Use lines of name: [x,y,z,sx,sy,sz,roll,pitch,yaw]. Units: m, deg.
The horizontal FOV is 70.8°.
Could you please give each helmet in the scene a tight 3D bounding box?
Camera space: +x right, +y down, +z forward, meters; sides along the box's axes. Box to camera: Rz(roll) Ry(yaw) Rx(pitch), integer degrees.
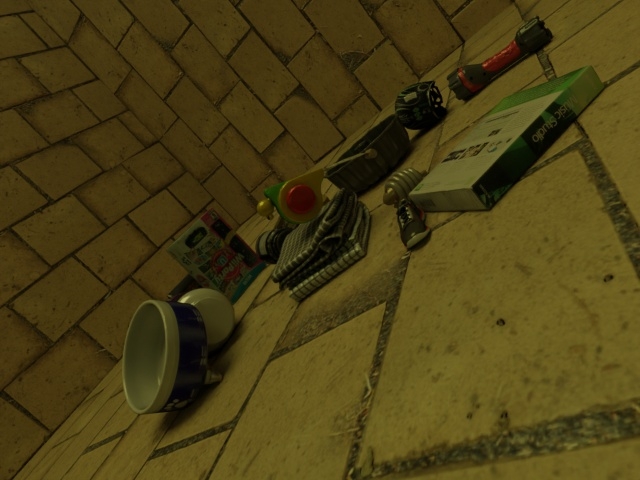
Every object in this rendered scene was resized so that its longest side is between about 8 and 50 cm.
helmet: [0.338,-0.466,1.570,0.161,0.169,0.169,-7,34,41]

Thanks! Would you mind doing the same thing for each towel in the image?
towel: [0.000,0.000,1.147,0.235,0.121,0.284,-38,13,24]

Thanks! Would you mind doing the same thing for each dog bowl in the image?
dog bowl: [-0.384,0.280,1.099,0.264,0.104,0.265,-15,69,45]

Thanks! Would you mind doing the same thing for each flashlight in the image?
flashlight: [0.541,-0.560,1.390,0.304,0.103,0.103,-32,15,43]

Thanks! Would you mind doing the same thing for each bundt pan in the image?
bundt pan: [0.173,-0.283,1.552,0.330,0.124,0.331,-39,14,11]

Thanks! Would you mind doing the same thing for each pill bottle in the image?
pill bottle: [-0.363,0.236,1.333,0.181,0.181,0.323,-48,13,-24]
pill bottle: [-0.132,0.018,1.488,0.123,0.123,0.219,-47,14,-19]

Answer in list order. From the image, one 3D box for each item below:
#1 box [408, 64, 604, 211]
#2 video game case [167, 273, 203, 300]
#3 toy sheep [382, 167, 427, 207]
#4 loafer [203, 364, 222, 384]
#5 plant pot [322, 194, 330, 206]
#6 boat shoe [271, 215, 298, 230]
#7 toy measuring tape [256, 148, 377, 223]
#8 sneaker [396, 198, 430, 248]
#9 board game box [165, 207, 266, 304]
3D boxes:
box: [0.341,-0.182,0.865,0.322,0.058,0.232,-46,13,-8]
video game case: [-0.466,0.203,1.750,0.275,0.035,0.248,-53,-25,-39]
toy sheep: [0.197,-0.126,1.054,0.132,0.091,0.091,-41,11,-17]
loafer: [-0.267,0.327,1.088,0.125,0.039,0.045,162,119,-68]
plant pot: [0.001,-0.120,1.652,0.083,0.082,0.081,-9,33,47]
boat shoe: [-0.162,-0.035,1.760,0.285,0.089,0.105,-48,3,34]
toy measuring tape: [0.003,-0.120,1.110,0.330,0.122,0.121,-23,9,-12]
sneaker: [0.169,-0.038,0.881,0.061,0.065,0.158,-38,13,19]
board game box: [-0.381,0.063,1.675,0.097,0.303,0.224,-25,21,48]
